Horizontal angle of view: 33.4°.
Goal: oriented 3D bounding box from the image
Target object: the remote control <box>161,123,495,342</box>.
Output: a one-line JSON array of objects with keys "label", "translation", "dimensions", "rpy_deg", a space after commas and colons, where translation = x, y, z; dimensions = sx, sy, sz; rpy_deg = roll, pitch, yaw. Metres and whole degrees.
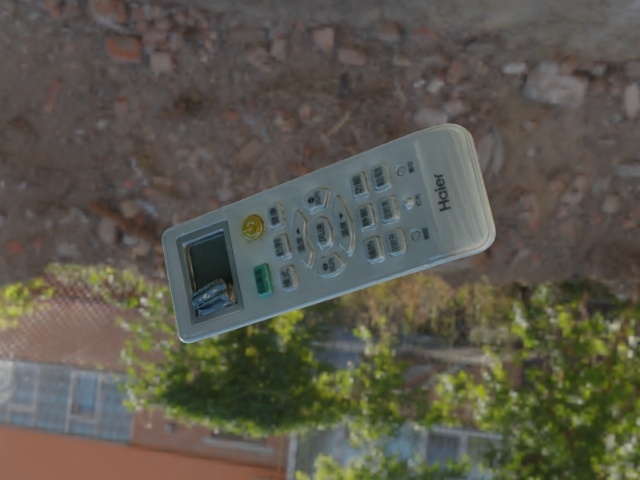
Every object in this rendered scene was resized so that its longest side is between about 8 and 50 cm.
[{"label": "remote control", "translation": [-0.001, 0.000, 0.860], "dimensions": [0.293, 0.103, 0.051], "rpy_deg": [-18, 165, 27]}]
